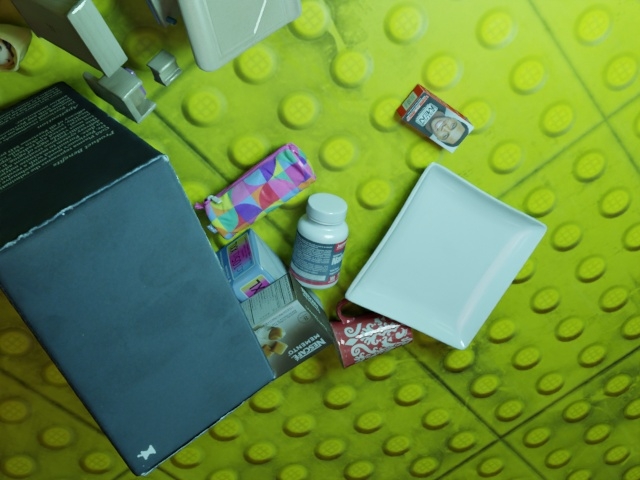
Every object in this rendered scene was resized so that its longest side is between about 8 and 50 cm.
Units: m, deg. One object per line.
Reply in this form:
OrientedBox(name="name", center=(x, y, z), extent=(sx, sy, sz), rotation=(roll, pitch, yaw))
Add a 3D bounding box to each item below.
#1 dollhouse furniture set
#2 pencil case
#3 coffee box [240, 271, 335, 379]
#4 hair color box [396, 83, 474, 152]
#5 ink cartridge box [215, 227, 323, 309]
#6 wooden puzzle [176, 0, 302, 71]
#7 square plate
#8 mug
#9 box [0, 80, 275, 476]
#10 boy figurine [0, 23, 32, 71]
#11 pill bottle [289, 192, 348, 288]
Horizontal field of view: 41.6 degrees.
OrientedBox(name="dollhouse furniture set", center=(-0.319, -0.421, 1.406), extent=(0.303, 0.198, 0.286), rotation=(-49, 150, -15))
OrientedBox(name="pencil case", center=(-0.123, -0.096, 1.649), extent=(0.236, 0.104, 0.104), rotation=(-33, 124, 9))
OrientedBox(name="coffee box", center=(-0.115, 0.195, 1.665), extent=(0.246, 0.098, 0.141), rotation=(-33, 124, 10))
OrientedBox(name="hair color box", center=(0.227, -0.240, 1.662), extent=(0.141, 0.043, 0.072), rotation=(28, 113, -28))
OrientedBox(name="ink cartridge box", center=(-0.214, 0.200, 1.800), extent=(0.395, 0.151, 0.270), rotation=(-34, 124, 13))
OrientedBox(name="wooden puzzle", center=(-0.142, -0.428, 1.399), extent=(0.239, 0.044, 0.221), rotation=(-39, 132, -31))
OrientedBox(name="square plate", center=(0.272, 0.040, 1.829), extent=(0.347, 0.049, 0.344), rotation=(25, 104, -26))
OrientedBox(name="mug", center=(0.113, 0.200, 1.892), extent=(0.169, 0.113, 0.150), rotation=(-17, 136, -5))
OrientedBox(name="box", center=(-0.376, 0.047, 1.422), extent=(0.297, 0.472, 0.480), rotation=(-34, 128, -16))
OrientedBox(name="boy figurine", center=(-0.618, -0.290, 1.411), extent=(0.285, 0.092, 0.177), rotation=(-13, 123, 0))
OrientedBox(name="pill bottle", center=(0.000, 0.000, 1.733), extent=(0.108, 0.108, 0.180), rotation=(2, 123, -14))
